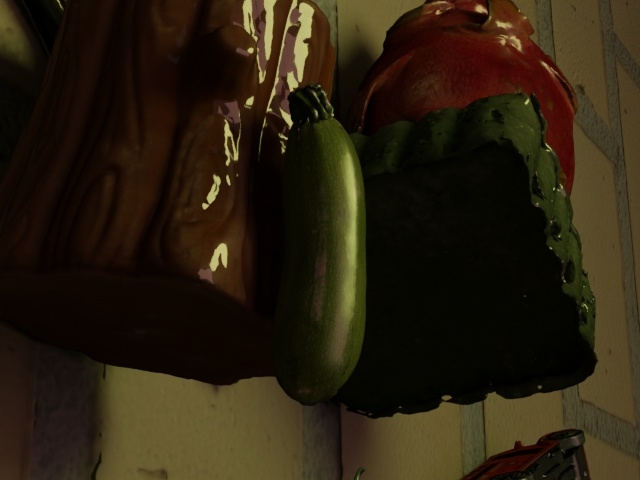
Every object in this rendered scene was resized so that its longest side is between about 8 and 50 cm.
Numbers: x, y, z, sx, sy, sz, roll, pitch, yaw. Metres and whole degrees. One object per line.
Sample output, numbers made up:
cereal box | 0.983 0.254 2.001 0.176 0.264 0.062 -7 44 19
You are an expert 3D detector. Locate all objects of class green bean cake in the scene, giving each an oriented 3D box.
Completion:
green bean cake | 0.090 0.020 1.075 0.241 0.255 0.132 63 24 -25

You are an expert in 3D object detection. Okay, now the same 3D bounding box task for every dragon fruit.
dragon fruit | 0.135 -0.083 1.232 0.250 0.250 0.315 52 54 -41

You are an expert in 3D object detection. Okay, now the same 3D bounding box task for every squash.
squash | 0.000 0.000 0.701 0.052 0.052 0.183 33 52 -54

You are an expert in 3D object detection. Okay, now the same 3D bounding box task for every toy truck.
toy truck | 0.205 0.275 1.334 0.252 0.114 0.108 -13 90 -61

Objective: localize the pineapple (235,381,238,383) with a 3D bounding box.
pineapple | -0.048 0.061 1.016 0.114 0.077 0.114 -58 153 -6

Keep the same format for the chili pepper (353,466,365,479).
chili pepper | 0.018 0.265 1.068 0.050 0.041 0.153 11 85 -39

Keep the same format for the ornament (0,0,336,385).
ornament | -0.091 -0.047 0.784 0.235 0.221 0.218 13 69 -11

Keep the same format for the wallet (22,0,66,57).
wallet | -0.158 -0.193 0.916 0.110 0.039 0.155 65 30 -26
